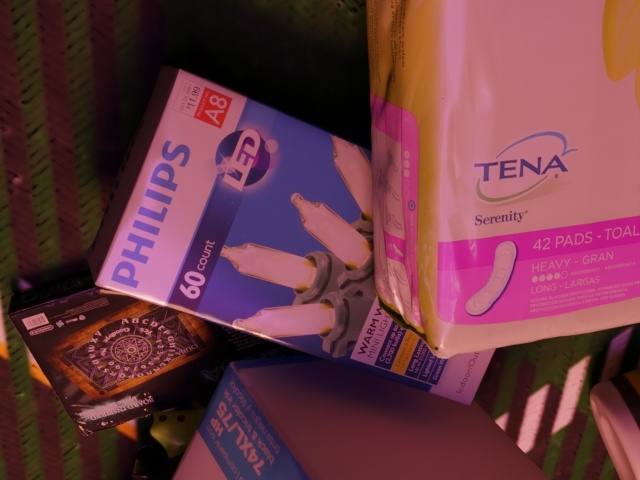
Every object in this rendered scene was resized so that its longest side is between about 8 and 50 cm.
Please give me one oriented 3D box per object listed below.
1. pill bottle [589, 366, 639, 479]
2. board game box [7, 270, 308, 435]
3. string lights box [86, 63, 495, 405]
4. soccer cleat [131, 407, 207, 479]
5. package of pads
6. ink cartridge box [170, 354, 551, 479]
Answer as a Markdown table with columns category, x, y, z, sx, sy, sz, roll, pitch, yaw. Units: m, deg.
| category | x | y | z | sx | sy | sz | roll | pitch | yaw |
| --- | --- | --- | --- | --- | --- | --- | --- | --- | --- |
| pill bottle | 0.333 | 0.134 | 0.724 | 0.208 | 0.119 | 0.119 | -22 | 124 | 5 |
| board game box | -0.109 | 0.066 | 0.658 | 0.186 | 0.026 | 0.126 | -17 | 124 | 1 |
| string lights box | 0.000 | 0.000 | 0.582 | 0.259 | 0.077 | 0.133 | 20 | 96 | -22 |
| soccer cleat | -0.113 | 0.194 | 0.720 | 0.072 | 0.060 | 0.179 | 8 | 126 | -9 |
| package of pads | 0.137 | -0.094 | 0.504 | 0.229 | 0.101 | 0.297 | -7 | 109 | -17 |
| ink cartridge box | 0.006 | 0.242 | 0.649 | 0.198 | 0.197 | 0.270 | 2 | 124 | -44 |
